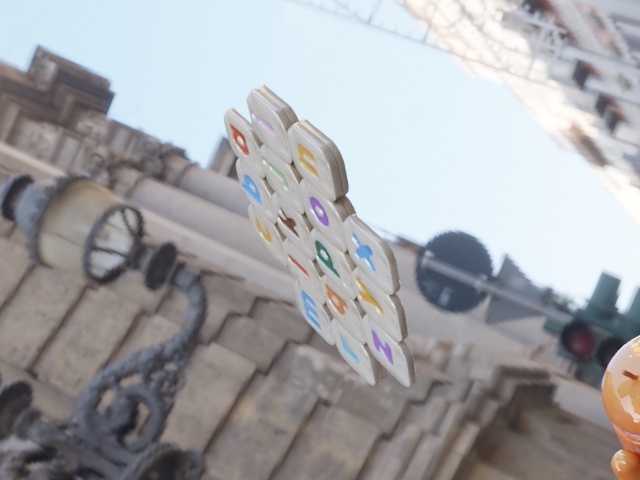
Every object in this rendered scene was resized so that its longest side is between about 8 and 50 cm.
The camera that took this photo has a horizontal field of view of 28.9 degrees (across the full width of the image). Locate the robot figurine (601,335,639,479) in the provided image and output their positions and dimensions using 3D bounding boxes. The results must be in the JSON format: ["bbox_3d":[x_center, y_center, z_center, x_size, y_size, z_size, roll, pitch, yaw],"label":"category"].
[{"bbox_3d":[0.346,0.172,1.175,0.219,0.158,0.128,58,-168,-26],"label":"robot figurine"}]

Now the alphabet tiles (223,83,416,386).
[{"bbox_3d":[0.000,0.000,1.127,0.021,0.278,0.284,-29,-47,-18],"label":"alphabet tiles"}]
